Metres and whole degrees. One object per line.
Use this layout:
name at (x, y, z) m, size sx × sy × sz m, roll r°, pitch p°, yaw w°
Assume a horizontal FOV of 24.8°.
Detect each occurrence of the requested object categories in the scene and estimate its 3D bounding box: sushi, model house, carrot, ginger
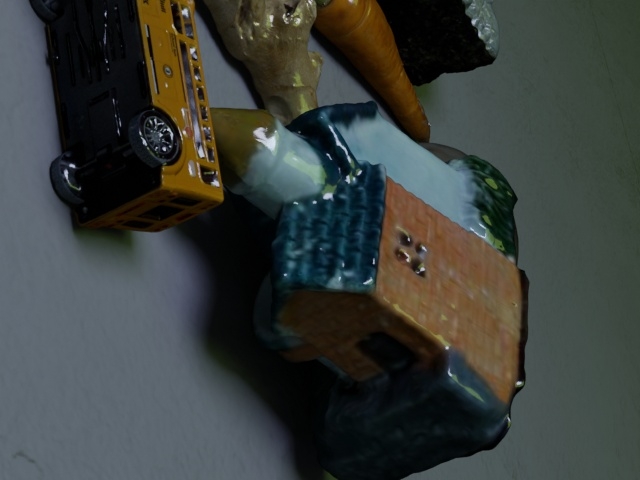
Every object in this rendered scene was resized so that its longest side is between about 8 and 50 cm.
sushi at (0.088, -0.251, 1.419) m, size 0.225 × 0.127 × 0.124 m, roll 58°, pitch 26°, yaw -43°
model house at (0.000, 0.000, 1.043) m, size 0.291 × 0.184 × 0.253 m, roll 40°, pitch 41°, yaw -29°
carrot at (0.058, -0.172, 1.389) m, size 0.256 × 0.061 × 0.061 m, roll 46°, pitch 35°, yaw -46°
ginger at (-0.023, -0.137, 1.179) m, size 0.089 × 0.075 × 0.288 m, roll -40°, pitch 118°, yaw -20°

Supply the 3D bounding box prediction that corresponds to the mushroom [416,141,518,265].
mushroom at (0.122, -0.010, 1.357) m, size 0.188 × 0.117 × 0.141 m, roll 68°, pitch 13°, yaw 3°

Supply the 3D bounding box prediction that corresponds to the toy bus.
toy bus at (-0.122, -0.106, 0.930) m, size 0.088 × 0.083 × 0.194 m, roll 12°, pitch 62°, yaw -51°
